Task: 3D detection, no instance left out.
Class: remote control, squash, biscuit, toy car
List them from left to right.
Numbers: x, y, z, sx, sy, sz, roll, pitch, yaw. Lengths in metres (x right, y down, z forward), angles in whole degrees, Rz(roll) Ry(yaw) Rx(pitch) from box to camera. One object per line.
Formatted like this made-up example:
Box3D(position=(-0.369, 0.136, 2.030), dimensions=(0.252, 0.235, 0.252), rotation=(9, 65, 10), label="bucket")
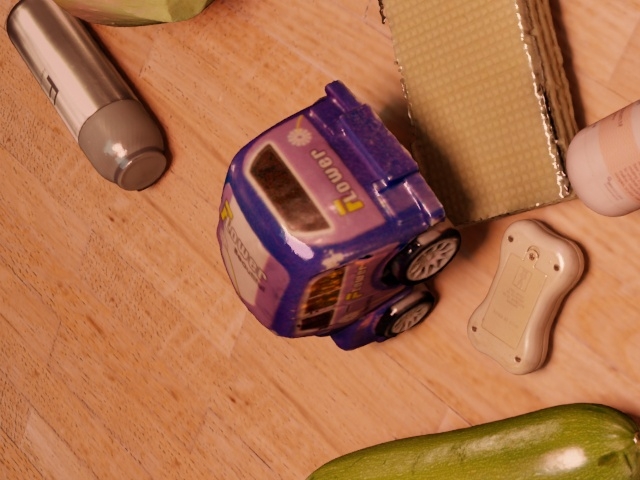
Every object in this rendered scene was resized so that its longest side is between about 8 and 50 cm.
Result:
Box3D(position=(0.000, 0.000, 1.118), dimensions=(0.172, 0.158, 0.235), rotation=(54, 156, 26), label="toy car")
Box3D(position=(0.106, 0.206, 1.106), dimensions=(0.378, 0.101, 0.101), rotation=(-19, 81, 38), label="squash")
Box3D(position=(0.128, -0.141, 1.084), dimensions=(0.150, 0.052, 0.252), rotation=(-18, 84, 46), label="biscuit")
Box3D(position=(0.166, 0.046, 1.079), dimensions=(0.074, 0.032, 0.122), rotation=(36, 116, 35), label="remote control")

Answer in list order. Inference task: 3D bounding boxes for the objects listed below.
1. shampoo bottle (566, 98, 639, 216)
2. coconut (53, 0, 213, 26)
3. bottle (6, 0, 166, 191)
Box3D(position=(0.266, -0.081, 0.947), dimensions=(0.192, 0.074, 0.074), rotation=(-30, 74, 41), label="shampoo bottle")
Box3D(position=(-0.167, -0.298, 1.242), dimensions=(0.235, 0.204, 0.236), rotation=(-1, 68, 4), label="coconut")
Box3D(position=(-0.248, -0.156, 1.415), dimensions=(0.254, 0.079, 0.096), rotation=(52, 163, 26), label="bottle")
